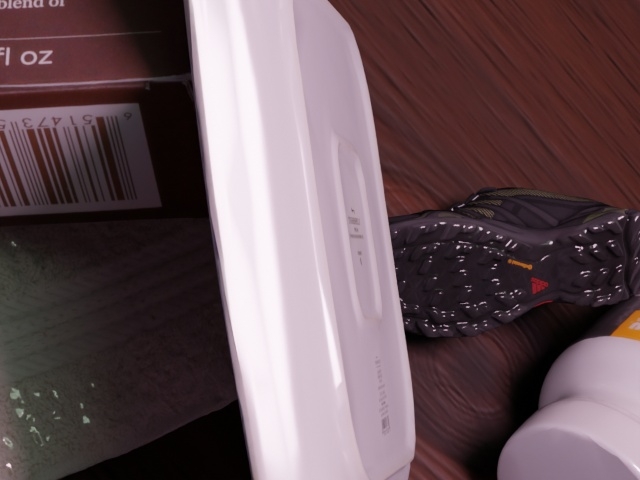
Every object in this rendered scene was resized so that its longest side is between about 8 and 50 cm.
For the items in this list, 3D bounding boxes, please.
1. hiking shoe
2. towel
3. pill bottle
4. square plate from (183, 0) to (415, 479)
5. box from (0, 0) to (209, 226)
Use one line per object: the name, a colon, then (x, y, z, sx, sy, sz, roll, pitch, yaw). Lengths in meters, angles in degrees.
hiking shoe: (0.110, 0.011, 1.160, 0.227, 0.114, 0.086, -2, 103, -14)
towel: (-0.130, 0.029, 0.990, 0.282, 0.049, 0.187, -23, 86, -40)
pill bottle: (0.250, 0.108, 1.162, 0.278, 0.162, 0.162, -37, 95, -40)
square plate: (0.000, 0.000, 0.923, 0.347, 0.049, 0.344, 15, 66, -80)
box: (-0.153, -0.201, 0.934, 0.191, 0.143, 0.381, -3, 59, 0)
